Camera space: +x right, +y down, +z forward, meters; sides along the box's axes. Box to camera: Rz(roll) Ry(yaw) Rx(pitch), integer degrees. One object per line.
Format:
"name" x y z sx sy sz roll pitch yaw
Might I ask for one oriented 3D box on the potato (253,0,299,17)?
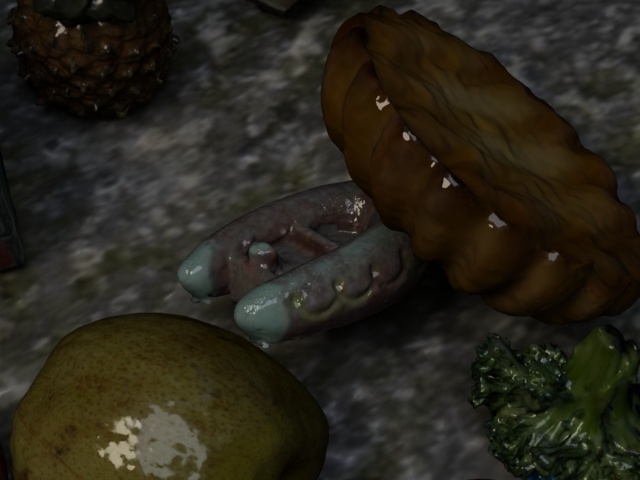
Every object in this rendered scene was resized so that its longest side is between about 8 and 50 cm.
"potato" 0.006 -0.368 1.198 0.266 0.229 0.229 -39 72 -24

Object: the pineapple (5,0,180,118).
"pineapple" -0.186 -0.236 1.032 0.166 0.364 0.165 4 65 -8

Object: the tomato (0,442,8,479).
"tomato" -0.348 0.201 0.870 0.270 0.270 0.227 -16 87 -10

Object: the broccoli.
"broccoli" 0.206 0.128 0.988 0.155 0.160 0.167 -9 50 -37

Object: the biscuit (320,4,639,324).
"biscuit" 0.129 -0.057 1.028 0.107 0.326 0.325 -46 68 26

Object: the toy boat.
"toy boat" 0.000 0.000 1.033 0.227 0.085 0.155 -21 31 -33

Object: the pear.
"pear" -0.116 0.150 0.933 0.211 0.228 0.188 28 103 15

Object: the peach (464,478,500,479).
"peach" 0.106 0.274 0.888 0.244 0.199 0.243 1 54 -1

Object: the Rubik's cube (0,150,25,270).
"Rubik's cube" -0.402 -0.106 1.015 0.253 0.256 0.258 -16 67 -11
